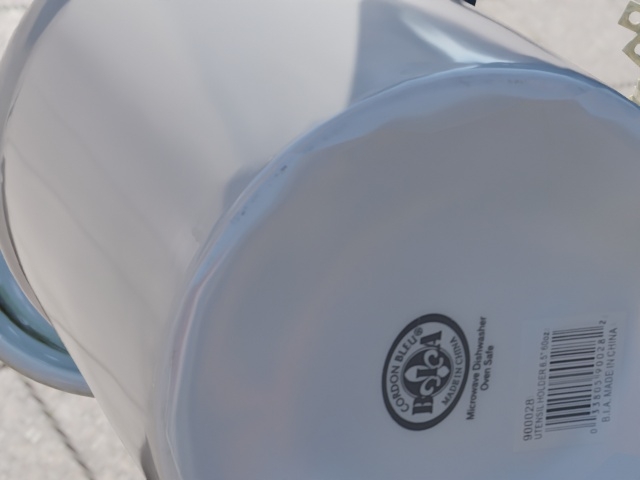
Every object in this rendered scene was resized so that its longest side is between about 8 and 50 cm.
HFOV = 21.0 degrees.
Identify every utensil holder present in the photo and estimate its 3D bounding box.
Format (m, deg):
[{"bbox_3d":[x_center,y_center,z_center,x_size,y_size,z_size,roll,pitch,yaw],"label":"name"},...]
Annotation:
[{"bbox_3d":[0.000,0.000,0.972,0.327,0.327,0.385,25,10,-26],"label":"utensil holder"}]

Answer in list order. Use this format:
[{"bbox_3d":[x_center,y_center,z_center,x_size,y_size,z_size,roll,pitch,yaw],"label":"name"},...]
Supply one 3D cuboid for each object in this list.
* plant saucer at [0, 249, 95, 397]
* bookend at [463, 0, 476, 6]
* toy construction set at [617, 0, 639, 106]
[{"bbox_3d":[-0.188,-0.015,1.770,0.400,0.400,0.100,55,-11,22],"label":"plant saucer"},{"bbox_3d":[0.050,-0.209,1.423,0.072,0.156,0.157,10,4,-42],"label":"bookend"},{"bbox_3d":[0.438,-0.171,2.055,0.215,0.151,0.328,8,34,3],"label":"toy construction set"}]
